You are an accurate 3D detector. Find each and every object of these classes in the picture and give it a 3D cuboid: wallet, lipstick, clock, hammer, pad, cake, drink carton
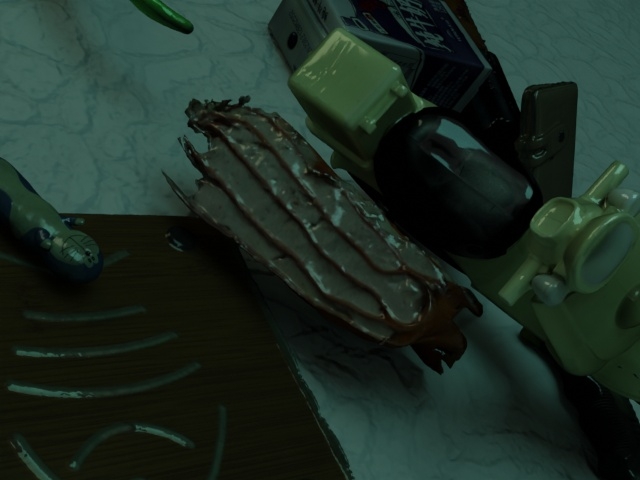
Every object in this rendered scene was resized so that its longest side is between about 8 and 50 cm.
[{"bbox_3d":[0.263,-0.104,1.008,0.038,0.153,0.118,14,22,39],"label":"wallet"},{"bbox_3d":[0.187,-0.250,1.160,0.077,0.077,0.418,19,38,-25],"label":"lipstick"},{"bbox_3d":[0.149,-0.003,0.692,0.379,0.120,0.276,38,-4,30],"label":"clock"},{"bbox_3d":[0.254,0.161,0.770,0.158,0.041,0.226,11,42,-33],"label":"hammer"},{"bbox_3d":[-0.129,0.089,0.543,0.286,0.018,0.284,-1,50,-40],"label":"pad"},{"bbox_3d":[0.004,-0.006,0.658,0.287,0.098,0.135,38,2,-3],"label":"cake"},{"bbox_3d":[0.067,-0.220,1.002,0.222,0.102,0.134,4,48,-36],"label":"drink carton"}]

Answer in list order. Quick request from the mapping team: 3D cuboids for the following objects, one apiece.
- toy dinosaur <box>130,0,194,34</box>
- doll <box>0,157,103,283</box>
[{"bbox_3d":[-0.213,-0.359,0.931,0.500,0.144,0.374,50,24,13],"label":"toy dinosaur"},{"bbox_3d":[-0.190,-0.018,0.573,0.125,0.027,0.037,42,42,9],"label":"doll"}]
